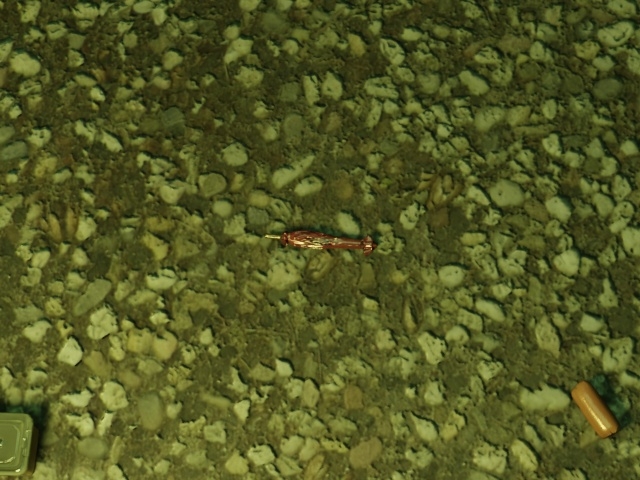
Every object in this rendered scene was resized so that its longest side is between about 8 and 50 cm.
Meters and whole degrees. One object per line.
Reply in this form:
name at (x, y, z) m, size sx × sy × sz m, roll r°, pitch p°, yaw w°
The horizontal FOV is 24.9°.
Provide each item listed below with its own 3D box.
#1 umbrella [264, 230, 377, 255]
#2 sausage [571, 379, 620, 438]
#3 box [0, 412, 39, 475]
umbrella at (0.000, 0.000, 2.084) m, size 0.165 × 0.025 × 0.027 m, roll 5°, pitch 48°, yaw 11°
sausage at (0.364, 0.224, 1.921) m, size 0.034 × 0.034 × 0.083 m, roll -32°, pitch 67°, yaw -2°
box at (-0.457, 0.291, 2.041) m, size 0.122 × 0.062 × 0.089 m, roll 0°, pitch 69°, yaw 10°
